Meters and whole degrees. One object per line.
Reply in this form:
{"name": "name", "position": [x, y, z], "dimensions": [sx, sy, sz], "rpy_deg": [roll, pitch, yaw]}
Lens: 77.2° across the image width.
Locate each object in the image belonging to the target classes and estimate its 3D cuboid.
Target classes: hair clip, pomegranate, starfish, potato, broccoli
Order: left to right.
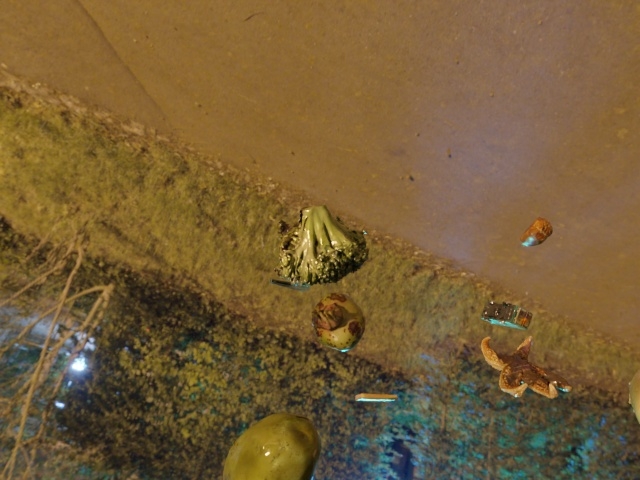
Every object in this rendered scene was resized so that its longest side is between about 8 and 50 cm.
{"name": "potato", "position": [-0.117, 0.542, 0.973], "dimensions": [0.215, 0.216, 0.304], "rpy_deg": [29, 123, -27]}
{"name": "hair clip", "position": [-0.161, 0.219, 1.982], "dimensions": [0.229, 0.039, 0.070], "rpy_deg": [14, 166, -36]}
{"name": "broccoli", "position": [0.003, 0.025, 1.392], "dimensions": [0.333, 0.272, 0.324], "rpy_deg": [-4, 172, 12]}
{"name": "pomegranate", "position": [0.071, 0.299, 1.560], "dimensions": [0.222, 0.204, 0.277], "rpy_deg": [40, 152, 29]}
{"name": "starfish", "position": [0.511, 0.322, 1.023], "dimensions": [0.215, 0.071, 0.238], "rpy_deg": [-11, -155, -34]}

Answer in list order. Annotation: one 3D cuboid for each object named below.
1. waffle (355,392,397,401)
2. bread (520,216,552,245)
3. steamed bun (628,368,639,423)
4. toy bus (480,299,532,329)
{"name": "waffle", "position": [0.190, 0.545, 1.388], "dimensions": [0.134, 0.021, 0.092], "rpy_deg": [7, 154, -12]}
{"name": "bread", "position": [0.798, -0.027, 1.476], "dimensions": [0.076, 0.105, 0.233], "rpy_deg": [39, 180, 18]}
{"name": "steamed bun", "position": [0.785, 0.310, 0.819], "dimensions": [0.272, 0.166, 0.232], "rpy_deg": [-12, -174, 39]}
{"name": "toy bus", "position": [0.736, 0.298, 1.608], "dimensions": [0.109, 0.091, 0.262], "rpy_deg": [23, 174, -1]}
